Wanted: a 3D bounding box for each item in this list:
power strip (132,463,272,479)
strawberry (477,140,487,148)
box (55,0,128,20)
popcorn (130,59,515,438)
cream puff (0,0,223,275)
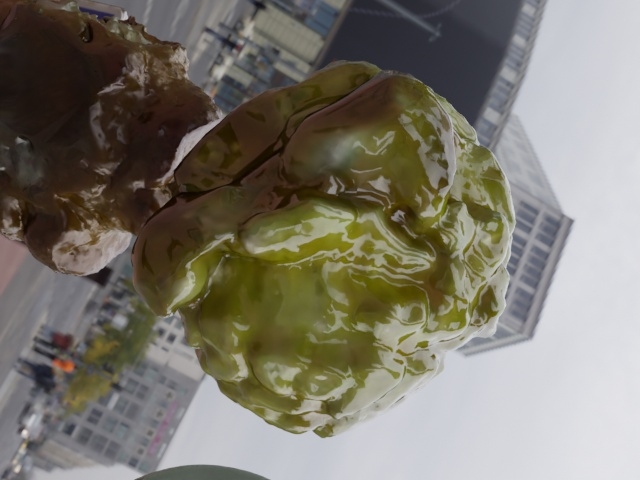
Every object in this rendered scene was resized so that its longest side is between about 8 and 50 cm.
[{"bbox_3d":[-0.130,0.414,0.881,0.358,0.357,0.161,-72,-174,-49],"label":"power strip"},{"bbox_3d":[0.172,-0.092,1.255,0.148,0.131,0.131,-27,-168,1],"label":"strawberry"},{"bbox_3d":[-0.317,-0.182,1.020,0.343,0.200,0.065,125,-24,-74],"label":"box"},{"bbox_3d":[0.000,0.000,0.560,0.206,0.251,0.237,39,-73,35],"label":"popcorn"},{"bbox_3d":[-0.212,-0.101,0.752,0.241,0.269,0.155,-36,167,18],"label":"cream puff"}]
